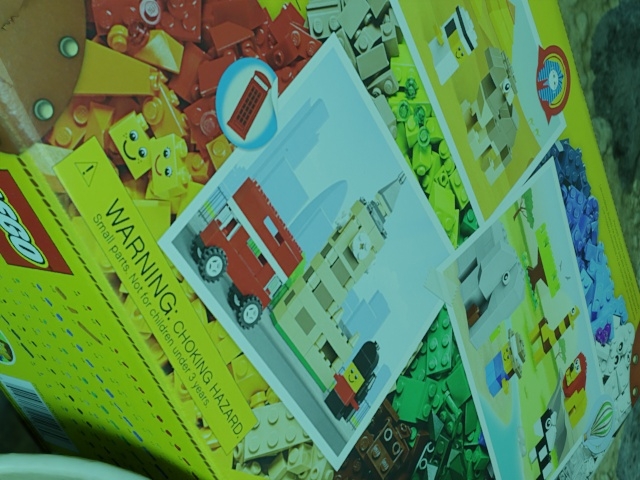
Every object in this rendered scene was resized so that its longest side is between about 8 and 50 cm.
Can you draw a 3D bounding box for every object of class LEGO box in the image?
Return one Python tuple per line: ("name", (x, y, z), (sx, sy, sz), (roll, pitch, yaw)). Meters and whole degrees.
("LEGO box", (0.000, 0.000, 0.621), (0.372, 0.193, 0.500), (-47, 126, -33))

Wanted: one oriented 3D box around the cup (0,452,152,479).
("cup", (-0.132, 0.300, 0.462), (0.331, 0.331, 0.237), (-55, 153, -27))
